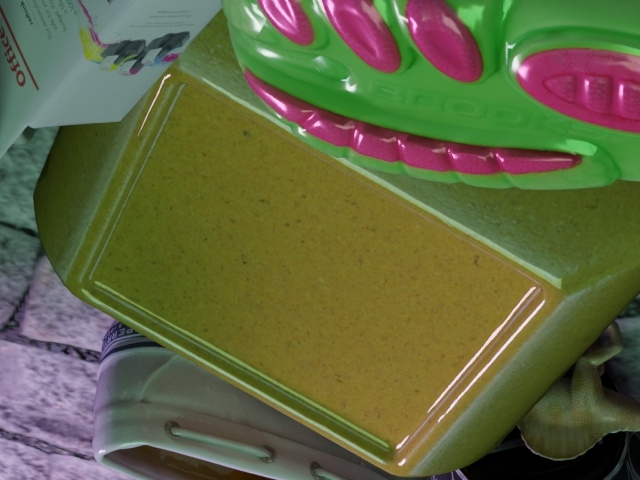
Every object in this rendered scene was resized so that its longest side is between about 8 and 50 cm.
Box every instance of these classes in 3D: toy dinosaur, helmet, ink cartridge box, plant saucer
[{"bbox_3d":[0.166,0.098,1.230,0.183,0.093,0.053,4,149,14],"label":"toy dinosaur"},{"bbox_3d":[0.150,0.178,1.295,0.169,0.169,0.161,0,133,12],"label":"helmet"},{"bbox_3d":[-0.114,-0.127,0.945,0.061,0.104,0.181,-8,155,-44],"label":"ink cartridge box"},{"bbox_3d":[0.000,0.000,1.074,0.332,0.081,0.333,30,143,-2],"label":"plant saucer"}]

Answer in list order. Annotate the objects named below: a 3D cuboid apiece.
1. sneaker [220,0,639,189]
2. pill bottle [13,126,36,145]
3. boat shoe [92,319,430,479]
[{"bbox_3d":[0.201,-0.106,0.811,0.482,0.202,0.185,16,149,11],"label":"sneaker"},{"bbox_3d":[-0.207,-0.077,1.113,0.083,0.043,0.043,2,144,10],"label":"pill bottle"},{"bbox_3d":[-0.005,0.193,1.349,0.367,0.156,0.136,33,139,-29],"label":"boat shoe"}]
